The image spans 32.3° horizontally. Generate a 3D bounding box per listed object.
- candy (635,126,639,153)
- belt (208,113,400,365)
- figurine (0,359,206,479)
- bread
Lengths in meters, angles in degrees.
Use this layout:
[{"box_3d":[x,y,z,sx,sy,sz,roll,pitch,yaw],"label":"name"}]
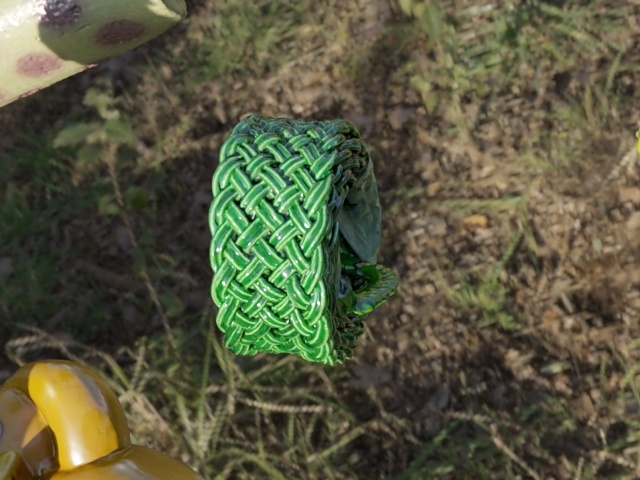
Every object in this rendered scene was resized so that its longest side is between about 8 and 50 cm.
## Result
[{"box_3d":[0.246,-0.163,0.645,0.091,0.083,0.305,-13,54,50],"label":"candy"},{"box_3d":[0.000,0.000,0.553,0.079,0.151,0.121,4,88,10],"label":"belt"},{"box_3d":[-0.161,0.200,0.762,0.228,0.215,0.215,21,53,3],"label":"figurine"},{"box_3d":[-0.324,-0.278,1.248,0.338,0.155,0.187,-19,68,18],"label":"bread"}]
